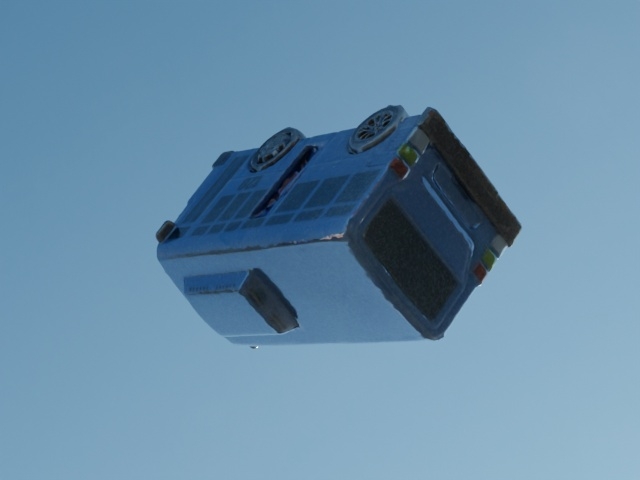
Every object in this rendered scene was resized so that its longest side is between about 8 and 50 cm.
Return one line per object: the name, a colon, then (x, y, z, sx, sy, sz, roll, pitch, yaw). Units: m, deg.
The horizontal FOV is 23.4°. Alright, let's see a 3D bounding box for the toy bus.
toy bus: (0.000, 0.000, 1.025, 0.116, 0.234, 0.133, 50, -122, -24)
